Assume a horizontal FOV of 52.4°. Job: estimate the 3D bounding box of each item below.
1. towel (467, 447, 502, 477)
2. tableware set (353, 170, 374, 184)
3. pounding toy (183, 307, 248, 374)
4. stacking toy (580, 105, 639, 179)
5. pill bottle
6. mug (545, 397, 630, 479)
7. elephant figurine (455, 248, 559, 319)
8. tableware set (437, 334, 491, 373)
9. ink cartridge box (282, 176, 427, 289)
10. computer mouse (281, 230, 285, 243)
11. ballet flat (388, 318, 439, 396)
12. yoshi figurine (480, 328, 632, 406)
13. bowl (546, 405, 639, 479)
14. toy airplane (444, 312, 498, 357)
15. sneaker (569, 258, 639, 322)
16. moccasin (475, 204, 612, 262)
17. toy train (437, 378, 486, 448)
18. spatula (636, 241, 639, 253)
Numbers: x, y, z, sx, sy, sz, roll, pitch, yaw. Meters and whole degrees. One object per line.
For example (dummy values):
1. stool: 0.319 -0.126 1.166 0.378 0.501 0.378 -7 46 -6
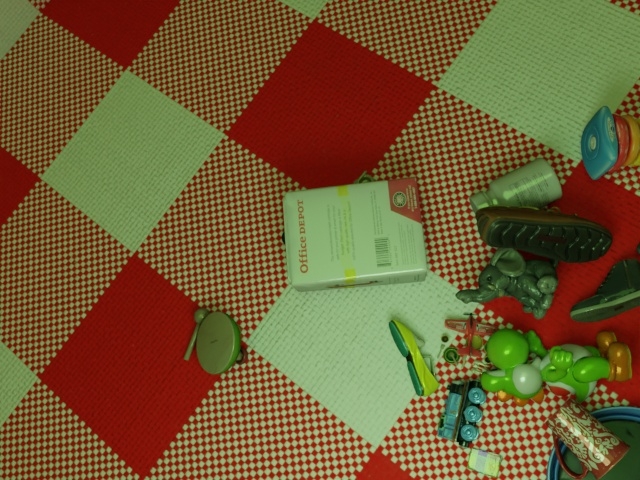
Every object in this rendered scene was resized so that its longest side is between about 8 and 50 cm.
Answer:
1. towel: 0.435 0.588 1.725 0.083 0.009 0.060 12 78 18
2. tableware set: 0.133 -0.123 2.000 0.141 0.020 0.168 -43 69 -1
3. pounding toy: -0.291 0.304 1.955 0.237 0.110 0.183 9 87 46
4. stacking toy: 0.899 -0.270 1.801 0.302 0.166 0.175 0 73 -1
5. pill bottle: 0.547 -0.127 1.839 0.229 0.131 0.131 -26 70 5
6. mug: 0.627 0.485 1.574 0.150 0.113 0.169 -43 66 -3
7. elephant figurine: 0.507 0.102 1.762 0.239 0.186 0.169 18 104 12
8. tableware set: 0.407 0.305 1.807 0.154 0.024 0.104 18 79 18
9. ink cartridge box: 0.100 -0.011 1.880 0.385 0.160 0.279 -5 76 6
10. computer mouse: 0.000 0.000 1.994 0.242 0.041 0.071 7 77 9
11. ballet flat: 0.266 0.320 1.819 0.077 0.077 0.231 -18 72 -14
12. yoshi figurine: 0.587 0.294 1.682 0.362 0.203 0.203 -12 47 9
13. bowl: 0.761 0.609 1.603 0.391 0.077 0.391 -4 73 13
14. toy airplane: 0.416 0.264 1.795 0.151 0.028 0.151 1 51 -1
15. sneaker: 0.768 0.137 1.748 0.222 0.083 0.118 -21 51 15
16. moccasin: 0.604 -0.025 1.764 0.380 0.139 0.147 4 32 -5
17. toy train: 0.379 0.457 1.742 0.105 0.080 0.184 10 77 23
18. spatula: 0.951 -0.080 1.778 0.084 0.030 0.296 35 85 18
